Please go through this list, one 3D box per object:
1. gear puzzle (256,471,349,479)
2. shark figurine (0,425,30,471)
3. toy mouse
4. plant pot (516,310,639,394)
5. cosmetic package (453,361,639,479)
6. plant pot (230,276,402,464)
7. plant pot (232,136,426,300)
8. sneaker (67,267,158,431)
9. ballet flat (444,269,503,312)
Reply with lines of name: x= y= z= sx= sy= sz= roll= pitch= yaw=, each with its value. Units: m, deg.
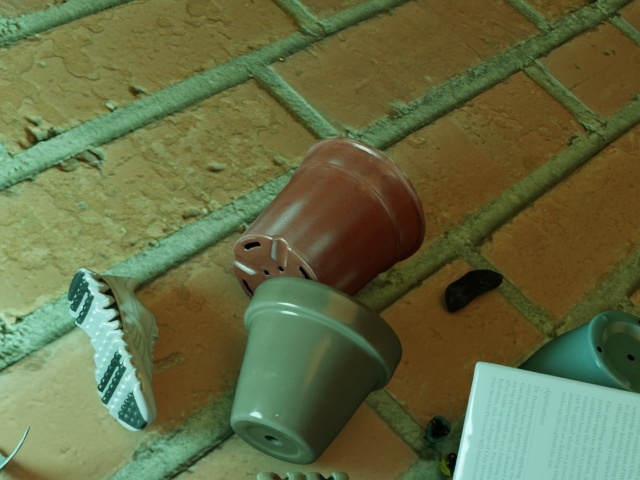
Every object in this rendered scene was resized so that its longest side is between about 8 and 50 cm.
gear puzzle: x=0.003 y=0.505 z=1.788 sx=0.176 sy=0.044 sz=0.338 roll=5 pitch=52 yaw=-26
shark figurine: x=-0.538 y=0.316 z=1.613 sx=0.278 sy=0.116 sz=0.166 roll=7 pitch=50 yaw=-21
toy mouse: x=0.230 y=0.344 z=2.057 sx=0.161 sy=0.031 sz=0.143 roll=8 pitch=48 yaw=-22
plant pot: x=0.484 y=0.267 z=2.103 sx=0.272 sy=0.255 sz=0.271 roll=15 pitch=46 yaw=-16
cosmetic package: x=0.456 y=0.346 z=1.872 sx=0.453 sy=0.230 sz=0.161 roll=10 pitch=-6 yaw=23
plant pot: x=-0.030 y=0.224 z=1.903 sx=0.263 sy=0.263 sz=0.229 roll=27 pitch=62 yaw=-4
plant pot: x=0.000 y=0.000 z=2.099 sx=0.272 sy=0.272 sz=0.265 roll=39 pitch=52 yaw=9
sneaker: x=-0.301 y=0.165 z=1.889 sx=0.118 sy=0.110 sz=0.292 roll=3 pitch=50 yaw=-38
ballet flat: x=0.295 y=0.093 z=2.323 sx=0.057 sy=0.049 sz=0.173 roll=25 pitch=30 yaw=36
